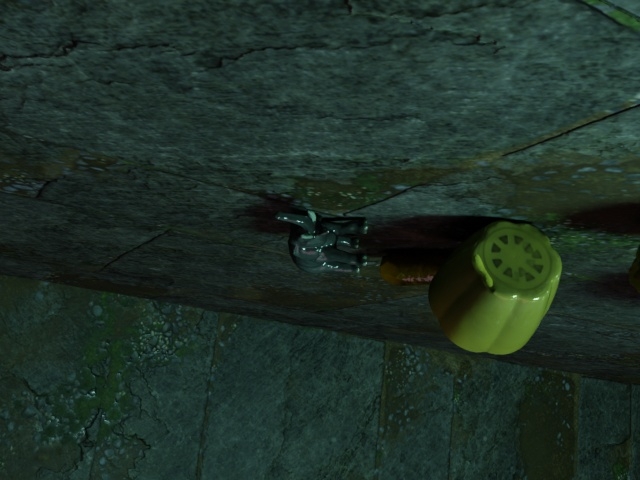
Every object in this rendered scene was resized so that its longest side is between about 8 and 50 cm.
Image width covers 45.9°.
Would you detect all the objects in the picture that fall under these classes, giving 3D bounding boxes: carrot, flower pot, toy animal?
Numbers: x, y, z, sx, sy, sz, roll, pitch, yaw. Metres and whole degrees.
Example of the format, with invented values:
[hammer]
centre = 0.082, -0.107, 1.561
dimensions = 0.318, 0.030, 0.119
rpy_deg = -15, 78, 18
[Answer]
[carrot]
centre = 0.263, 0.053, 1.371
dimensions = 0.315, 0.066, 0.066
rpy_deg = 0, 165, 21
[flower pot]
centre = 0.283, 0.062, 1.189
dimensions = 0.195, 0.195, 0.179
rpy_deg = 7, 153, -2
[toy animal]
centre = 0.009, 0.000, 1.224
dimensions = 0.137, 0.082, 0.269
rpy_deg = 4, 167, 6

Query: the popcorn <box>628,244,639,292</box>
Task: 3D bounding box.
[popcorn]
centre = 0.511, 0.034, 1.017
dimensions = 0.174, 0.142, 0.173
rpy_deg = 6, 169, 1
